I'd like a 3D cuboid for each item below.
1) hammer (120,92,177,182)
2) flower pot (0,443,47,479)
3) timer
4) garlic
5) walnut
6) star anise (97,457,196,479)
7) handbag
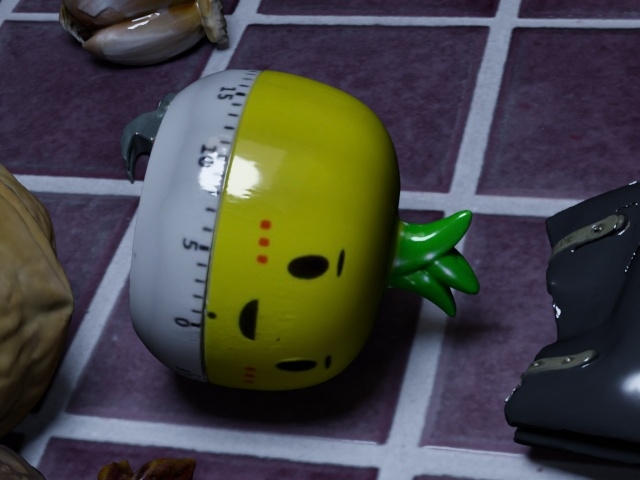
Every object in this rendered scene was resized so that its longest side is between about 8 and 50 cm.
[{"bbox_3d":[-0.084,-0.069,1.387,0.287,0.033,0.111,23,51,32],"label":"hammer"},{"bbox_3d":[-0.320,0.197,0.914,0.266,0.267,0.267,-24,29,14],"label":"flower pot"},{"bbox_3d":[0.000,0.000,1.136,0.285,0.285,0.285,-6,42,5],"label":"timer"},{"bbox_3d":[-0.208,-0.306,1.582,0.191,0.160,0.214,-6,44,-2],"label":"garlic"},{"bbox_3d":[-0.368,0.048,1.133,0.343,0.306,0.306,1,42,3],"label":"walnut"},{"bbox_3d":[-0.152,0.219,1.062,0.167,0.057,0.168,-5,43,5],"label":"star anise"},{"bbox_3d":[0.299,0.058,1.090,0.288,0.152,0.342,-4,37,25],"label":"handbag"}]
